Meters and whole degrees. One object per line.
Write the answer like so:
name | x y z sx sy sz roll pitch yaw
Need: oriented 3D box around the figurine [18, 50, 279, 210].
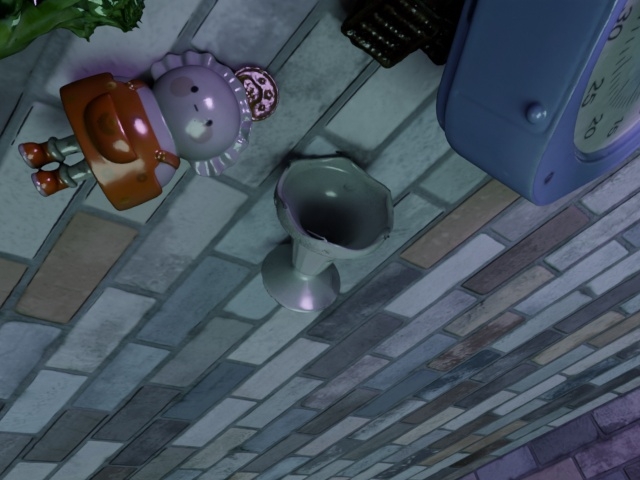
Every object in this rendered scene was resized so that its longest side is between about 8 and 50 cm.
figurine | -0.175 -0.121 0.558 0.271 0.143 0.143 -26 146 -28

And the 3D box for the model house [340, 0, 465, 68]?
model house | 0.112 -0.237 0.525 0.165 0.106 0.152 24 124 -32

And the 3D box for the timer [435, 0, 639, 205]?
timer | 0.309 -0.231 0.472 0.395 0.173 0.395 -29 143 -24

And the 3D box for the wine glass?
wine glass | 0.000 0.000 0.723 0.164 0.165 0.196 -1 142 -18

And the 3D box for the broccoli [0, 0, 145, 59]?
broccoli | -0.260 -0.215 0.306 0.307 0.307 0.275 30 84 -41
